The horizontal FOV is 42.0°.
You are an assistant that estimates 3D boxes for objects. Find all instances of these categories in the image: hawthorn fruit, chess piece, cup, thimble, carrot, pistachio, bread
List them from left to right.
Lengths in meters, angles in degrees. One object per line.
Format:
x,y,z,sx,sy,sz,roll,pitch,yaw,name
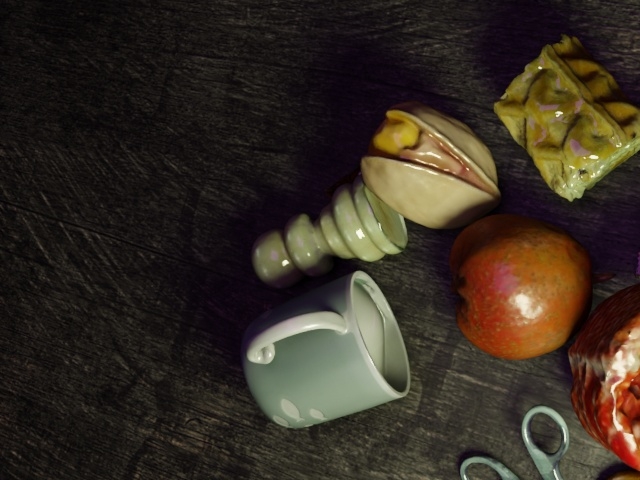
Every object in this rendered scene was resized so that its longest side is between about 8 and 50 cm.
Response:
-0.019,0.217,1.623,0.274,0.356,0.260,-24,64,19,cup
0.000,0.000,1.753,0.330,0.182,0.182,-24,73,23,chess piece
0.115,-0.148,1.783,0.228,0.069,0.069,-34,71,15,carrot
0.221,-0.141,1.630,0.229,0.308,0.230,-31,44,35,pistachio
0.389,0.084,1.534,0.298,0.277,0.277,-8,79,10,hawthorn fruit
0.475,-0.230,1.573,0.238,0.196,0.252,-45,71,11,bread
0.599,0.225,1.379,0.349,0.230,0.351,0,91,0,thimble

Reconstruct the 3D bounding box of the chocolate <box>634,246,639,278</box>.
0.678,0.050,1.536,0.182,0.028,0.086,15,91,22,chocolate

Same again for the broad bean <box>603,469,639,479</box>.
0.580,0.465,1.483,0.165,0.084,0.114,-16,77,29,broad bean

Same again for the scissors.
0.451,0.508,1.531,0.383,0.029,0.256,50,121,18,scissors
